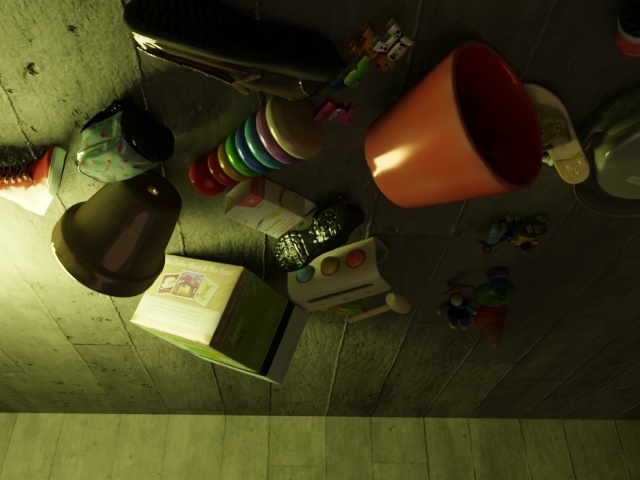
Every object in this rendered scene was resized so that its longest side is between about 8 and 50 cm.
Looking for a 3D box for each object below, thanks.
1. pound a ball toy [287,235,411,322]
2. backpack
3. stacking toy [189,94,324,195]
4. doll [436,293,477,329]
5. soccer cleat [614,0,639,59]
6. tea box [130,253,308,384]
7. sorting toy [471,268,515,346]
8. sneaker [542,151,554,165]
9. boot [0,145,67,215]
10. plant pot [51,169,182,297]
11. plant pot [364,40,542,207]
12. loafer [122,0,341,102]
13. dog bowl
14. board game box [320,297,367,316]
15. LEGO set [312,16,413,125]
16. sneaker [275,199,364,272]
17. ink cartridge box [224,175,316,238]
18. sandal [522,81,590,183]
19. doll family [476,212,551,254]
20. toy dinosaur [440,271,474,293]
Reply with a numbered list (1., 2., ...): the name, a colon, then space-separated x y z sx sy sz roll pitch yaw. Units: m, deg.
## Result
1. pound a ball toy: 0.067 0.115 1.573 0.319 0.208 0.135 -18 143 25
2. backpack: -0.408 -0.192 1.184 0.181 0.115 0.152 -13 147 23
3. stacking toy: -0.152 -0.174 1.207 0.330 0.141 0.141 -24 140 38
4. doll: 0.443 0.233 1.903 0.129 0.046 0.189 1 148 15
5. soccer cleat: 0.645 -0.379 0.942 0.318 0.109 0.116 -14 165 17
6. tea box: -0.272 0.214 1.615 0.328 0.220 0.323 6 154 38
7. sorting toy: 0.548 0.225 1.822 0.126 0.126 0.366 -5 147 7
8. sneaker: 0.379 -0.191 1.222 0.237 0.086 0.085 -2 148 5
9. boot: -0.663 -0.148 1.275 0.176 0.089 0.244 22 144 -28
10. plant pot: -0.438 -0.039 1.328 0.263 0.263 0.229 24 122 -33
11. plant pot: 0.232 -0.187 1.086 0.274 0.275 0.243 26 149 -34
12. loafer: -0.150 -0.305 0.993 0.365 0.134 0.130 12 144 -18
13. dog bowl: 0.697 -0.189 1.213 0.348 0.102 0.349 0 147 0
14. board game box: 0.049 0.170 1.761 0.181 0.092 0.043 12 145 -19
15. LEGO set: 0.085 -0.305 1.050 0.093 0.087 0.227 19 136 -32
16. sneaker: 0.000 0.000 1.483 0.286 0.109 0.130 -33 159 37
17. ink cartridge box: -0.117 -0.074 1.408 0.198 0.067 0.115 23 140 -32
18. sandal: 0.449 -0.197 1.128 0.088 0.079 0.240 -30 109 34
19. doll family: 0.498 -0.012 1.513 0.192 0.076 0.111 7 151 -3
20. toy dinosaur: 0.416 0.142 1.743 0.047 0.090 0.082 31 -179 -25
